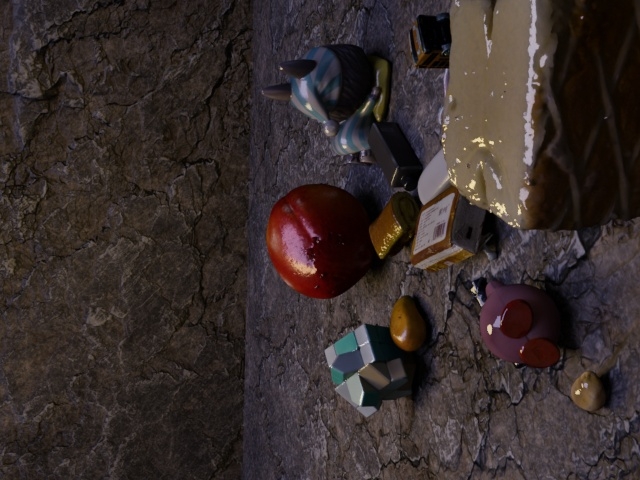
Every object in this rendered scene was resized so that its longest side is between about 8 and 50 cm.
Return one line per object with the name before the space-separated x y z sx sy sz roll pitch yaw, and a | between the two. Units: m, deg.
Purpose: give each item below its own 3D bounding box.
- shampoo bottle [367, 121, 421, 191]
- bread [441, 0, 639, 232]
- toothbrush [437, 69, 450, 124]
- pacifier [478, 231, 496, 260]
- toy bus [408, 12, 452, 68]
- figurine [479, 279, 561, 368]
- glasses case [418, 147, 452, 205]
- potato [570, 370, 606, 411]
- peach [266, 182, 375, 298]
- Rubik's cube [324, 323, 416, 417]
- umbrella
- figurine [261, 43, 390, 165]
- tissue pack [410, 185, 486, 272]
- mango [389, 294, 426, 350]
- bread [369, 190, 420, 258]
shampoo bottle | 0.212 -0.233 2.148 0.079 0.080 0.246 105 153 -43
bread | 0.412 -0.225 1.227 0.279 0.371 0.389 -146 51 -59
toothbrush | 0.322 -0.422 1.909 0.027 0.021 0.269 42 131 54
pacifier | 0.388 0.019 1.785 0.064 0.068 0.083 46 142 8
toy bus | 0.298 -0.446 1.720 0.114 0.201 0.098 138 125 -67
figurine | 0.412 0.170 1.580 0.173 0.173 0.173 176 90 -69
glasses case | 0.309 -0.166 1.930 0.233 0.059 0.092 123 137 -57
potato | 0.515 0.289 1.464 0.068 0.062 0.083 26 153 36
peach | 0.000 0.000 2.369 0.370 0.370 0.369 176 90 -69
Rubik's cube | 0.150 0.369 2.170 0.224 0.265 0.212 -39 53 35
umbrella | 0.412 0.182 1.720 0.071 0.080 0.224 -36 56 24
figurine | -0.005 -0.407 2.278 0.266 0.378 0.361 -175 84 -69
tissue pack | 0.307 -0.033 1.847 0.226 0.092 0.183 137 152 -68
mango | 0.240 0.236 2.134 0.115 0.089 0.165 -62 31 30
bread | 0.211 -0.041 2.145 0.172 0.103 0.132 120 141 -53
